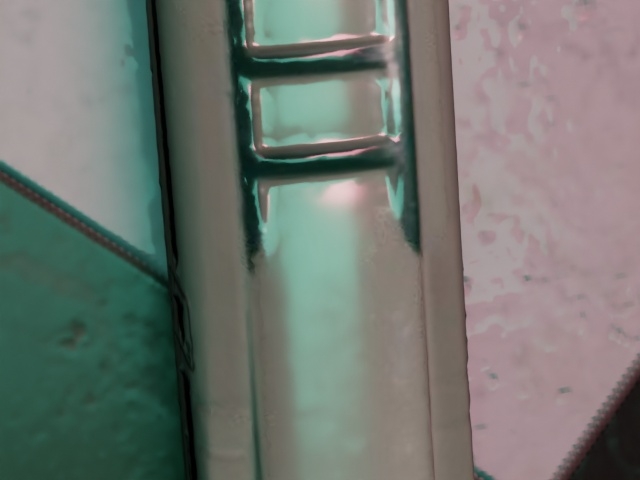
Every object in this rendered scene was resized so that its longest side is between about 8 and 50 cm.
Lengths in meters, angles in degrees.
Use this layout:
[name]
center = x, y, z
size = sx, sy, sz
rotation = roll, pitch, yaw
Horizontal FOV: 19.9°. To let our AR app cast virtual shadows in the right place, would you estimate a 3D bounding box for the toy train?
[toy train]
center = 0.000, 0.000, 0.516
size = 0.086, 0.088, 0.407
rotation = -6, 103, -9
